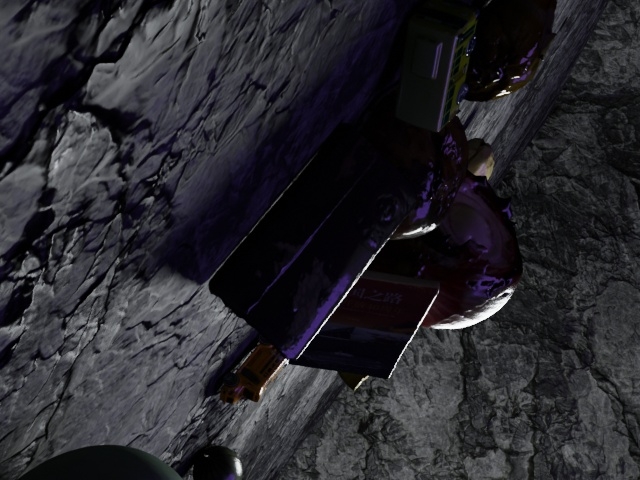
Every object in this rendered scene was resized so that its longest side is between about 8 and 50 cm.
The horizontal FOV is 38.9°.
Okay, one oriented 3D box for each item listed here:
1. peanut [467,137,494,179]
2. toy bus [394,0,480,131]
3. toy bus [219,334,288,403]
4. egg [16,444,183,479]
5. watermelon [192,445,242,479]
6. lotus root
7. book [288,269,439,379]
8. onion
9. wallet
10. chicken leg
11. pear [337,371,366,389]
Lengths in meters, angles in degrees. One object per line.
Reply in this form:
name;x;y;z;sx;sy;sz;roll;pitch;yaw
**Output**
peanut;0.338;-0.133;2.305;0.290;0.130;0.130;-57;168;0
toy bus;0.167;-0.255;1.316;0.101;0.088;0.175;-45;151;-42
toy bus;-0.119;0.243;1.689;0.162;0.074;0.069;-49;168;-29
egg;-0.278;0.404;1.023;0.389;0.276;0.276;-59;167;22
watermelon;-0.219;0.477;1.898;0.105;0.105;0.133;-49;144;-27
lotus root;0.141;-0.123;1.475;0.272;0.192;0.272;-45;158;-24
book;0.050;0.162;1.747;0.374;0.263;0.028;109;-11;-54
onion;0.226;0.024;1.806;0.341;0.341;0.341;-51;168;-16
wallet;0.000;0.000;1.283;0.321;0.170;0.044;-51;-159;-19
chicken leg;0.372;-0.437;1.616;0.429;0.153;0.201;-62;-179;-2
pear;0.122;0.172;2.146;0.340;0.191;0.386;-52;169;4
